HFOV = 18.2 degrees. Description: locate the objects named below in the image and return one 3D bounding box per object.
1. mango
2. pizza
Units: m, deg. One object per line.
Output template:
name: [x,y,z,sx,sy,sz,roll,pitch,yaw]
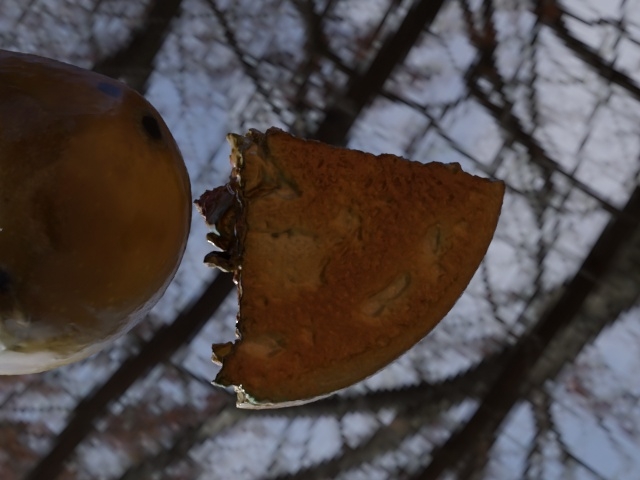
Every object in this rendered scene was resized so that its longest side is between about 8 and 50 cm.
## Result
mango: [-0.209,-0.020,1.194,0.176,0.329,0.175,-53,-55,-22]
pizza: [0.000,0.000,1.610,0.289,0.081,0.229,-42,-83,-11]
